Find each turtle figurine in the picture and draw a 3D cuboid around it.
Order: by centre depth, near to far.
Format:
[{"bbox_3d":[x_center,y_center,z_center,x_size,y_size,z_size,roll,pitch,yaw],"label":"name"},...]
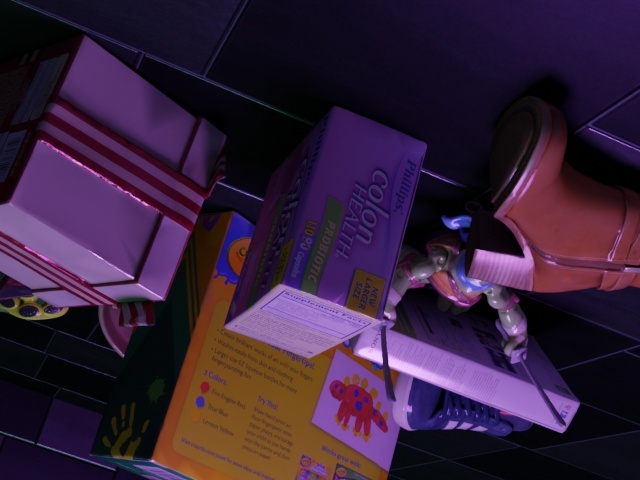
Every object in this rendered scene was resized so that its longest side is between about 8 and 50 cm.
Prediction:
[{"bbox_3d":[0.148,0.097,1.410,0.197,0.275,0.266,-14,-175,-4],"label":"turtle figurine"}]

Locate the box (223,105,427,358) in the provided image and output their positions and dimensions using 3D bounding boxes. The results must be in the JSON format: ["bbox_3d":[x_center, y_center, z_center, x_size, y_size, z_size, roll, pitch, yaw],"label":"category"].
[{"bbox_3d":[0.000,0.000,1.300,0.117,0.214,0.243,21,160,-13],"label":"box"}]

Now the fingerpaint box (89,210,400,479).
[{"bbox_3d":[-0.077,0.221,1.713,0.163,0.371,0.444,-6,151,46],"label":"fingerpaint box"}]

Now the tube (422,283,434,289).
[{"bbox_3d":[0.101,0.037,1.572,0.207,0.052,0.080,15,172,-11],"label":"tube"}]

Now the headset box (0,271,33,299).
[{"bbox_3d":[-0.347,0.000,1.610,0.218,0.110,0.293,-7,170,-25],"label":"headset box"}]

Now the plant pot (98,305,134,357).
[{"bbox_3d":[-0.237,0.115,1.885,0.237,0.110,0.237,10,130,12],"label":"plant pot"}]

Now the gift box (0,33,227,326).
[{"bbox_3d":[-0.267,-0.055,1.319,0.276,0.255,0.258,0,152,46],"label":"gift box"}]

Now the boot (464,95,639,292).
[{"bbox_3d":[0.277,-0.033,1.163,0.220,0.109,0.283,5,140,-1],"label":"boot"}]

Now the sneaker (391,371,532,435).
[{"bbox_3d":[0.235,0.230,1.696,0.148,0.131,0.350,13,-177,32],"label":"sneaker"}]

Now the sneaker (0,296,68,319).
[{"bbox_3d":[-0.606,0.090,2.219,0.295,0.110,0.123,8,180,22],"label":"sneaker"}]

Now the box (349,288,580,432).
[{"bbox_3d":[0.182,0.146,1.598,0.321,0.059,0.232,23,-166,-13],"label":"box"}]
